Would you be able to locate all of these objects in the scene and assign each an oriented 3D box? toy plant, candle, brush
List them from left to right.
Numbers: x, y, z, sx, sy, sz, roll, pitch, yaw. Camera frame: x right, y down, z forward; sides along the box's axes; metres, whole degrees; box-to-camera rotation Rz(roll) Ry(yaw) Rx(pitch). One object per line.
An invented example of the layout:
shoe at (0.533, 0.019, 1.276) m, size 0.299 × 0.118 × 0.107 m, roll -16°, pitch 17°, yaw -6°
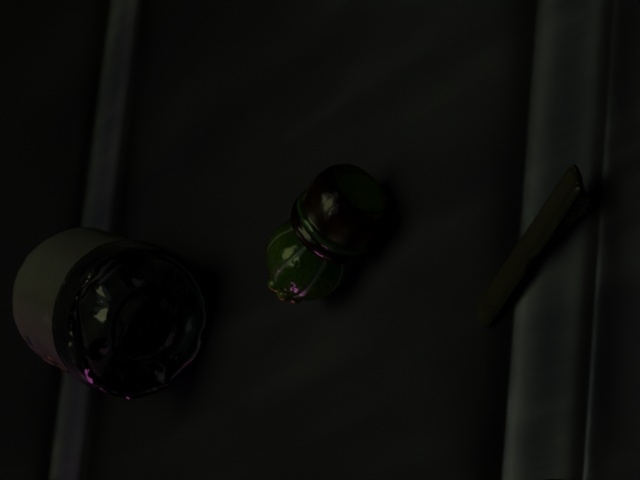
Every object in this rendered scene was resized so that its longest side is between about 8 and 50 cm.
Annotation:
candle at (-0.278, 0.079, 2.155) m, size 0.330 × 0.187 × 0.187 m, roll 14°, pitch 91°, yaw 59°
toy plant at (0.000, 0.000, 1.825) m, size 0.162 × 0.092 × 0.093 m, roll -51°, pitch 40°, yaw 35°
brush at (0.193, 0.008, 1.581) m, size 0.034 × 0.027 × 0.190 m, roll -103°, pitch 32°, yaw -42°

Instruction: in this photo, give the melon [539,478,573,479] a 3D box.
melon at (0.160, 0.291, 1.375) m, size 0.288 × 0.182 × 0.182 m, roll -54°, pitch 38°, yaw 35°
